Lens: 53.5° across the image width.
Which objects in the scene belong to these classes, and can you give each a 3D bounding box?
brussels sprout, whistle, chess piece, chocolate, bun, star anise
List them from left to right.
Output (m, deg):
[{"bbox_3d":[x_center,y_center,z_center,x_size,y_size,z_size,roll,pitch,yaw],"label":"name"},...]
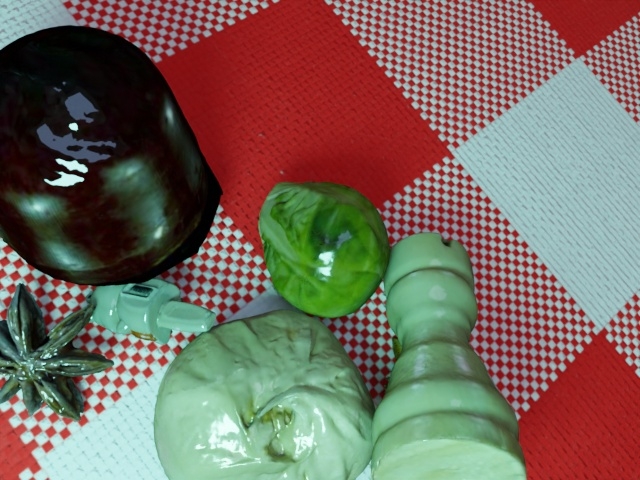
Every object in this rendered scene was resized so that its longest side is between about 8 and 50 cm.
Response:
[{"bbox_3d":[-0.445,0.178,0.993,0.236,0.093,0.229,-6,93,0],"label":"star anise"},{"bbox_3d":[-0.358,-0.157,0.979,0.383,0.331,0.384,3,54,-4],"label":"chocolate"},{"bbox_3d":[-0.285,0.113,1.044,0.253,0.106,0.102,6,70,23],"label":"whistle"},{"bbox_3d":[-0.077,0.274,1.013,0.360,0.213,0.362,5,71,-16],"label":"bun"},{"bbox_3d":[0.000,0.000,1.137,0.271,0.220,0.210,38,19,22],"label":"brussels sprout"},{"bbox_3d":[0.192,0.192,1.049,0.233,0.234,0.442,16,43,-11],"label":"chess piece"}]

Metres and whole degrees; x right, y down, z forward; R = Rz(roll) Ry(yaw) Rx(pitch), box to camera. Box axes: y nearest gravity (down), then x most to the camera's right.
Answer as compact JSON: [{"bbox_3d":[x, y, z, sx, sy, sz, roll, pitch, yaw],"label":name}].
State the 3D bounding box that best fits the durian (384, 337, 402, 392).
[{"bbox_3d":[0.172,0.283,1.167,0.140,0.078,0.224,-12,52,-10],"label":"durian"}]
